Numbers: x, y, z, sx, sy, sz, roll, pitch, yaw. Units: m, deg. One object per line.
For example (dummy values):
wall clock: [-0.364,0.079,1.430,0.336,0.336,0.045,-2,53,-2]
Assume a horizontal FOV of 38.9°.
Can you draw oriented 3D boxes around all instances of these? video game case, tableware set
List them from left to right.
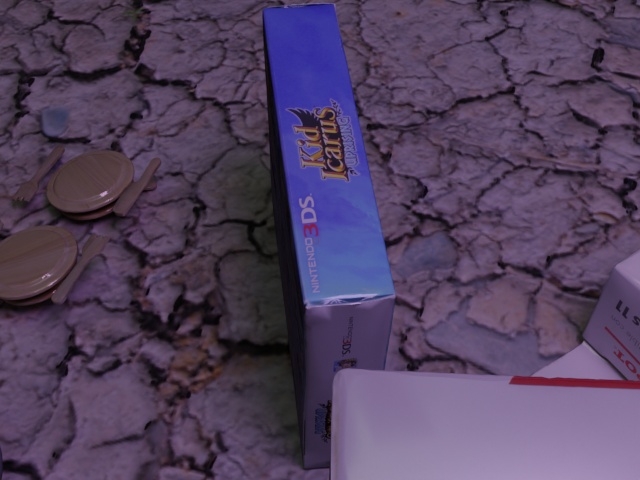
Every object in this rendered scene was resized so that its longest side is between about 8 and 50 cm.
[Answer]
tableware set: [-0.234,-0.010,0.836,0.128,0.039,0.194,9,48,21]
video game case: [0.000,0.000,0.697,0.061,0.244,0.269,-6,54,-4]

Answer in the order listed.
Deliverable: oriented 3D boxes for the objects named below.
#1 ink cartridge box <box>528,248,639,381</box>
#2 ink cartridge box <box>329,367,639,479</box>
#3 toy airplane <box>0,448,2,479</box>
ink cartridge box: [0.362,0.073,0.719,0.353,0.119,0.207,-29,59,-19]
ink cartridge box: [0.102,0.187,0.546,0.197,0.273,0.114,2,58,2]
toy airplane: [-0.241,0.268,0.491,0.384,0.272,0.386,8,63,46]
